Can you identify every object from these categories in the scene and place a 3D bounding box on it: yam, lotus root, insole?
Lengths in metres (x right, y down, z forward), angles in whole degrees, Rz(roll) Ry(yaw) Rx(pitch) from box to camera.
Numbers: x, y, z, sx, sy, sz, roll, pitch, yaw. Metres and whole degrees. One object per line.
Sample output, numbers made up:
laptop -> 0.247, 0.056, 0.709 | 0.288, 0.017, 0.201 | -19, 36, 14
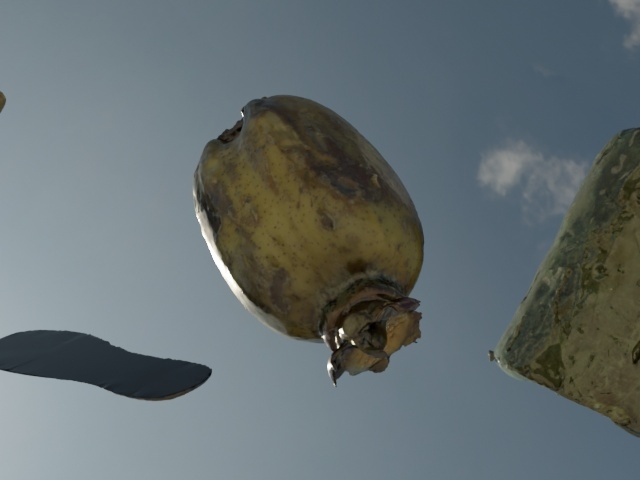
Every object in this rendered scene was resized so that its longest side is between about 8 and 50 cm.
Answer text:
yam -> 0.323, 0.041, 0.867 | 0.195, 0.195, 0.300 | 32, -95, -12
lotus root -> 0.001, 0.001, 0.632 | 0.154, 0.278, 0.154 | -19, -41, -18
insole -> -0.187, 0.096, 0.668 | 0.253, 0.086, 0.005 | 5, -72, 39

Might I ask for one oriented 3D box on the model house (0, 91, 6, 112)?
model house -> -0.425, -0.050, 0.836 | 0.291, 0.253, 0.184 | -30, -57, 2
